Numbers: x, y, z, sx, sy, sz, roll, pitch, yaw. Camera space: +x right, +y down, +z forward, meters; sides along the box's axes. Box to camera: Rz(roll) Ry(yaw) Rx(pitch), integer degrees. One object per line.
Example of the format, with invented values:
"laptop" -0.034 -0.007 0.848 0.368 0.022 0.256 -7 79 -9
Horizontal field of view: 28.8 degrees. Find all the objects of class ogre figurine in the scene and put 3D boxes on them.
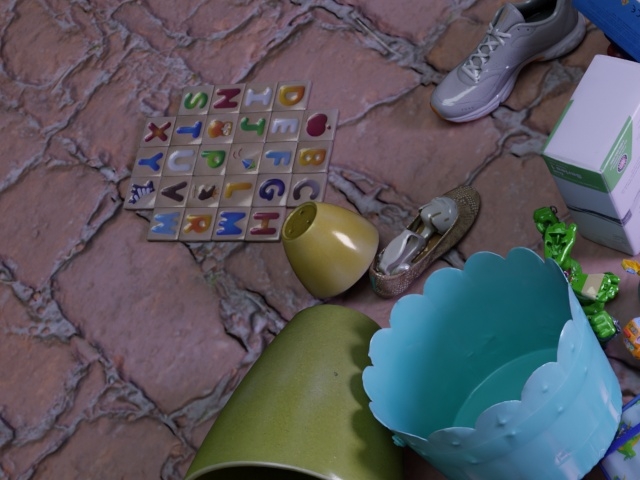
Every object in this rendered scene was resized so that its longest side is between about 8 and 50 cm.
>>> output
"ogre figurine" 0.328 0.057 1.589 0.097 0.118 0.197 -41 57 -8

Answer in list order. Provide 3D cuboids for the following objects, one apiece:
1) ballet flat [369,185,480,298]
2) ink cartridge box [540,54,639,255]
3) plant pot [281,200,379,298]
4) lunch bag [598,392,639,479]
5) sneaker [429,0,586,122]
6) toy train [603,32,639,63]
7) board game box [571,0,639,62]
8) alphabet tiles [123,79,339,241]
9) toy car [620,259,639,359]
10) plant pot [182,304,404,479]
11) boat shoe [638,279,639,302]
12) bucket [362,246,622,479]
"ballet flat" 0.144 -0.006 1.730 0.073 0.067 0.206 35 80 33
"ink cartridge box" 0.381 -0.105 1.597 0.092 0.219 0.160 22 72 34
"plant pot" 0.000 0.000 1.741 0.134 0.095 0.134 -32 36 26
"lunch bag" 0.429 0.235 1.428 0.219 0.090 0.176 -43 54 26
"sneaker" 0.259 -0.283 1.803 0.262 0.121 0.099 -38 55 -1
"toy train" 0.511 -0.254 1.704 0.143 0.105 0.248 -27 55 -9
"board game box" 0.548 -0.309 1.638 0.302 0.086 0.308 -26 56 -22
"alphabet tiles" -0.142 -0.126 1.949 0.342 0.011 0.285 0 63 22
"toy car" 0.382 0.084 1.546 0.060 0.040 0.122 -44 45 39
"plant pot" -0.009 0.234 1.568 0.274 0.275 0.293 -3 46 21
"boat shoe" 0.523 0.120 1.495 0.320 0.103 0.118 35 104 38
"bucket" 0.208 0.166 1.473 0.281 0.183 0.281 -26 34 19
